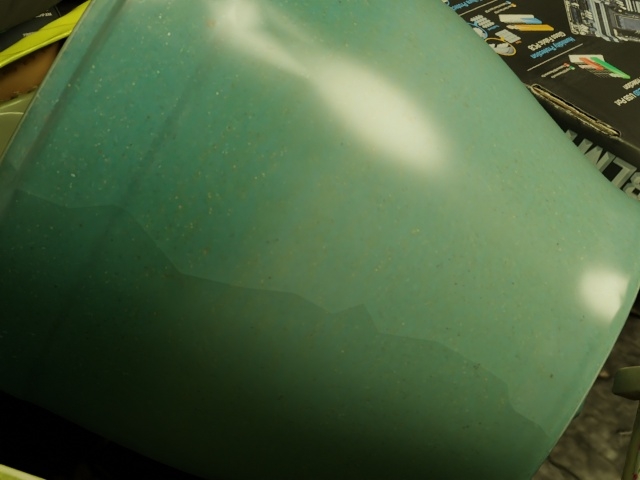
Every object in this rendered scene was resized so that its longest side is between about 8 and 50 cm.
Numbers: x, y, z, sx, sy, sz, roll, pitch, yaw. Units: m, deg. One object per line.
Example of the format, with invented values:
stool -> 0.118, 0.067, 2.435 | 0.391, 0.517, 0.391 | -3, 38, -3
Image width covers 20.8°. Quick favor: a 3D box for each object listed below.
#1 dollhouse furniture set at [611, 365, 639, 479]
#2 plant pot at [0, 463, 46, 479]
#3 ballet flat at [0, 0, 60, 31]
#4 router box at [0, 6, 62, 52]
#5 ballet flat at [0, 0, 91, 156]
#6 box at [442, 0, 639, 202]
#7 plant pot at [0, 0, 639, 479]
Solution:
dollhouse furniture set -> 0.226, 0.113, 0.658 | 0.355, 0.174, 0.303 | 16, 79, -12
plant pot -> -0.108, 0.298, 0.437 | 0.366, 0.366, 0.353 | 25, 58, 13
ballet flat -> -0.153, -0.190, 0.986 | 0.095, 0.096, 0.280 | 40, 31, 6
router box -> -0.214, -0.120, 1.006 | 0.122, 0.038, 0.092 | -14, 51, -23
ballet flat -> -0.142, -0.079, 0.949 | 0.231, 0.077, 0.077 | -26, 26, -26
box -> 0.141, -0.113, 1.001 | 0.293, 0.073, 0.295 | 34, 33, 19
plant pot -> 0.000, 0.000, 0.793 | 0.255, 0.272, 0.272 | 30, 46, -1
